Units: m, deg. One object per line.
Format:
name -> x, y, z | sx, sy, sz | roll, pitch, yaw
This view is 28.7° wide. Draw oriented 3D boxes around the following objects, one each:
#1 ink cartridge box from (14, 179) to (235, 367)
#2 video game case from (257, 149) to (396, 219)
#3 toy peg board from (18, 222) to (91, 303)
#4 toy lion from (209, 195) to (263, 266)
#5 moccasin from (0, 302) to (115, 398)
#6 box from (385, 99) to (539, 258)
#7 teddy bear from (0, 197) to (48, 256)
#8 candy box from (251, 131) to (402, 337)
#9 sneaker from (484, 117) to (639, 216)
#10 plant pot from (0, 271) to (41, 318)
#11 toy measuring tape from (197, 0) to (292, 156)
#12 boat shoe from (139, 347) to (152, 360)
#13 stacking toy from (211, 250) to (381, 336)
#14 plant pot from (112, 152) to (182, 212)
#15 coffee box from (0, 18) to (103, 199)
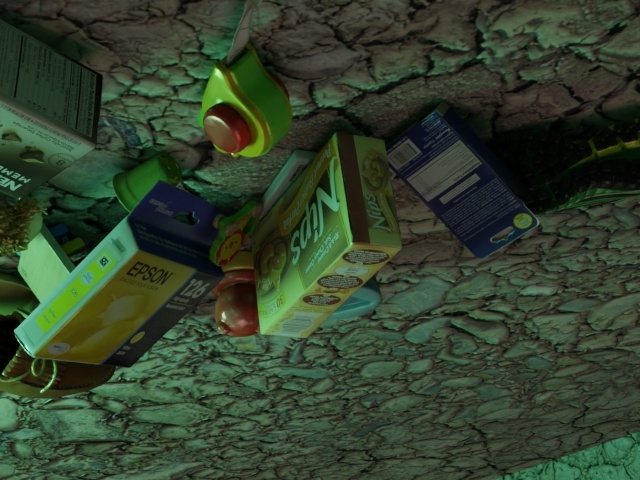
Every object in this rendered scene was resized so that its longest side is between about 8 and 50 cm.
ink cartridge box -> -0.267, 0.065, 1.893 | 0.307, 0.072, 0.303 | -42, 160, 9
video game case -> 0.007, -0.078, 1.950 | 0.173, 0.022, 0.190 | 5, 150, -23
toy peg board -> -0.396, 0.052, 1.987 | 0.079, 0.161, 0.161 | -28, 162, -34
toy lion -> -0.134, -0.009, 1.950 | 0.100, 0.034, 0.096 | -37, 148, -38
moccasin -> -0.525, 0.181, 2.143 | 0.380, 0.139, 0.147 | 20, 153, -27
box -> 0.206, -0.084, 1.828 | 0.225, 0.036, 0.136 | 47, 134, -8
teddy bear -> -0.562, -0.008, 1.803 | 0.338, 0.113, 0.245 | -14, 179, -19
candy box -> 0.000, 0.000, 1.872 | 0.087, 0.183, 0.316 | 7, 150, -27
sneaker -> 0.380, -0.092, 1.901 | 0.343, 0.134, 0.146 | -6, 165, 8
plant pot -> -0.592, 0.103, 2.138 | 0.236, 0.032, 0.236 | -7, 154, -3
toy measuring tape -> -0.077, -0.196, 1.578 | 0.121, 0.121, 0.330 | 1, 153, -17
boat shoe -> -0.330, 0.095, 2.133 | 0.114, 0.091, 0.302 | 17, 149, 5
stacking toy -> -0.042, 0.126, 2.221 | 0.308, 0.130, 0.279 | -6, 153, -2
plant pot -> -0.244, -0.085, 1.815 | 0.079, 0.083, 0.083 | -36, 144, 24
coffee box -> -0.428, -0.180, 1.486 | 0.168, 0.119, 0.297 | -28, 140, 35
